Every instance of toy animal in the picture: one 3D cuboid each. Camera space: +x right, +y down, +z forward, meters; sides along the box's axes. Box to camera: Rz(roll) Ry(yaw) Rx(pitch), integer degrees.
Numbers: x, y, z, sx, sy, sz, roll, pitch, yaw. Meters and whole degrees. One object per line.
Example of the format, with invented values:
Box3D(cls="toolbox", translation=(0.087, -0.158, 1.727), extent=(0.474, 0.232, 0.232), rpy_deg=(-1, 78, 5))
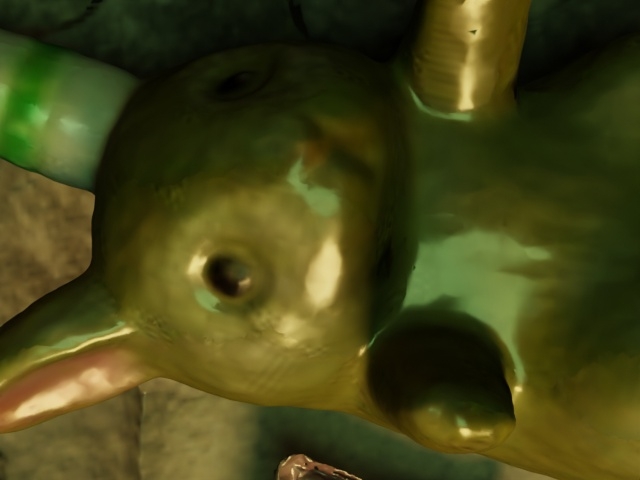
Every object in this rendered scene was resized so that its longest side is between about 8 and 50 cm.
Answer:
Box3D(cls="toy animal", translation=(0.013, -0.005, 0.700), extent=(0.363, 0.180, 0.181), rpy_deg=(10, 69, -18))

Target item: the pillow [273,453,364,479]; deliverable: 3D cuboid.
Box3D(cls="pillow", translation=(0.009, 0.177, 0.833), extent=(0.118, 0.043, 0.185), rpy_deg=(13, 108, -20))
